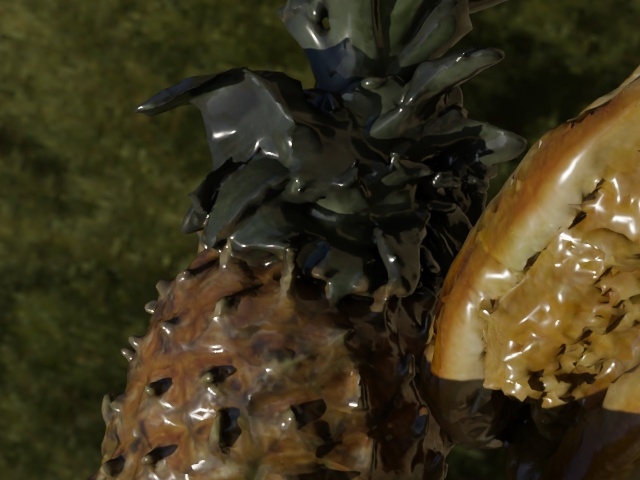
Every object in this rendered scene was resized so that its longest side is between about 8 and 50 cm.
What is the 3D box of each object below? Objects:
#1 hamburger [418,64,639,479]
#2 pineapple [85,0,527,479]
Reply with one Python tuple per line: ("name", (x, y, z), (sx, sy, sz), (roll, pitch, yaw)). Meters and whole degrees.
("hamburger", (0.175, 0.028, 0.619), (0.260, 0.211, 0.245), (-32, -24, -6))
("pineapple", (0.000, 0.000, 0.748), (0.141, 0.170, 0.310), (21, 95, 61))
